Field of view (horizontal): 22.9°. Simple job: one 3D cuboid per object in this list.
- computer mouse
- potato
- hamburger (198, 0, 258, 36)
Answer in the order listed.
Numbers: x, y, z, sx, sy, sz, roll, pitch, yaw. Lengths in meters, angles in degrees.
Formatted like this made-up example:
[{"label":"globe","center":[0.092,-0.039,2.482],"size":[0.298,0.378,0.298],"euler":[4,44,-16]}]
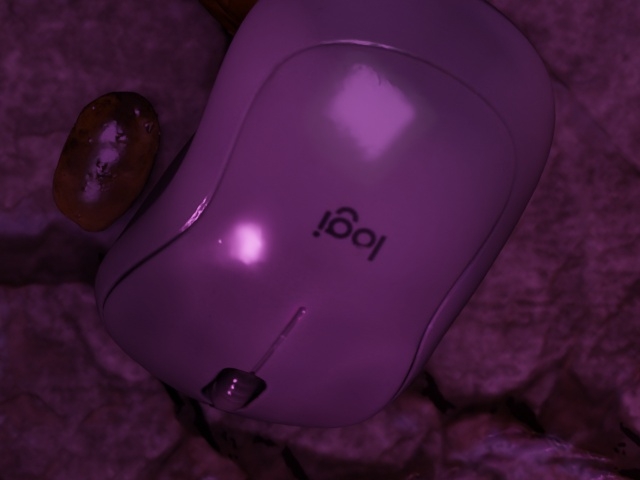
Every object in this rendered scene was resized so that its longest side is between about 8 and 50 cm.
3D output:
[{"label":"computer mouse","center":[0.000,0.000,0.806],"size":[0.184,0.121,0.297],"euler":[26,122,-16]},{"label":"potato","center":[-0.121,-0.046,0.897],"size":[0.051,0.040,0.083],"euler":[23,88,1]},{"label":"hamburger","center":[0.013,-0.129,0.857],"size":[0.135,0.155,0.208],"euler":[-33,100,2]}]
